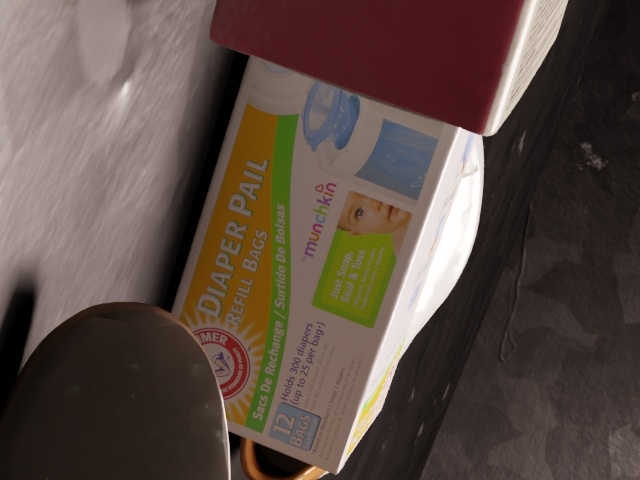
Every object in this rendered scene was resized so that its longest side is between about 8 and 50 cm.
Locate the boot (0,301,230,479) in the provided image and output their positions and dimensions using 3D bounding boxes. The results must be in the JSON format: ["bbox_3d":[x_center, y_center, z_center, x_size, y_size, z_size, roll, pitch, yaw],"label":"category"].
[{"bbox_3d":[-0.110,0.144,0.849,0.115,0.112,0.305,-111,-153,-57],"label":"boot"}]

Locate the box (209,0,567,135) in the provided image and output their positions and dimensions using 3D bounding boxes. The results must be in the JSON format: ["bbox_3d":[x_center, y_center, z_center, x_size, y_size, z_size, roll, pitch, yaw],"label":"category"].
[{"bbox_3d":[0.057,-0.183,0.771,0.148,0.127,0.232,-52,159,-62],"label":"box"}]

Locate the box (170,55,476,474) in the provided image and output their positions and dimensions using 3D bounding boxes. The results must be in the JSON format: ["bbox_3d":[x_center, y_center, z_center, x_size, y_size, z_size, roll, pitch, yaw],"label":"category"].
[{"bbox_3d":[0.000,0.000,0.997,0.103,0.114,0.203,-45,154,-70],"label":"box"}]

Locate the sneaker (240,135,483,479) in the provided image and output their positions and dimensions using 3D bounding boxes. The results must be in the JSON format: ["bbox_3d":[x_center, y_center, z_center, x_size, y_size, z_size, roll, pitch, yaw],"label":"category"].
[{"bbox_3d":[0.027,0.035,1.232,0.123,0.106,0.290,-37,148,-76],"label":"sneaker"}]
